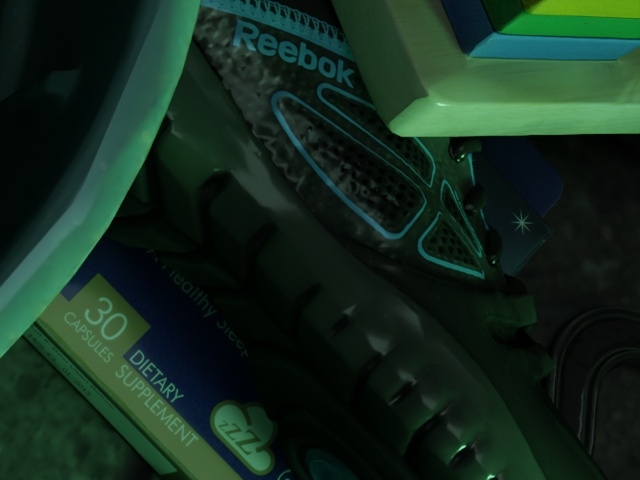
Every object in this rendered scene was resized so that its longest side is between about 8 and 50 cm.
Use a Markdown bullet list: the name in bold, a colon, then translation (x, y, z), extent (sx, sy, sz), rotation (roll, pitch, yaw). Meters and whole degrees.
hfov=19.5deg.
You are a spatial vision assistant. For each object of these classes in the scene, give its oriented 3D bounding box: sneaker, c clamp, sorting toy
- **sneaker**: translation (0.025, 0.004, 0.671), extent (0.140, 0.125, 0.341), rotation (-43, 99, -29)
- **c clamp**: translation (0.149, 0.098, 0.802), extent (0.161, 0.022, 0.137), rotation (7, 71, -20)
- **sorting toy**: translation (0.096, -0.174, 0.724), extent (0.257, 0.089, 0.255), rotation (-4, 67, -44)

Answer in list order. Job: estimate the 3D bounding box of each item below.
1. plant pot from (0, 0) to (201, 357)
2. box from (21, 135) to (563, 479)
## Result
- **plant pot**: translation (-0.243, -0.067, 0.496), extent (0.341, 0.334, 0.341), rotation (5, 76, -22)
- **box**: translation (0.000, 0.000, 0.750), extent (0.136, 0.036, 0.225), rotation (46, 65, -8)
